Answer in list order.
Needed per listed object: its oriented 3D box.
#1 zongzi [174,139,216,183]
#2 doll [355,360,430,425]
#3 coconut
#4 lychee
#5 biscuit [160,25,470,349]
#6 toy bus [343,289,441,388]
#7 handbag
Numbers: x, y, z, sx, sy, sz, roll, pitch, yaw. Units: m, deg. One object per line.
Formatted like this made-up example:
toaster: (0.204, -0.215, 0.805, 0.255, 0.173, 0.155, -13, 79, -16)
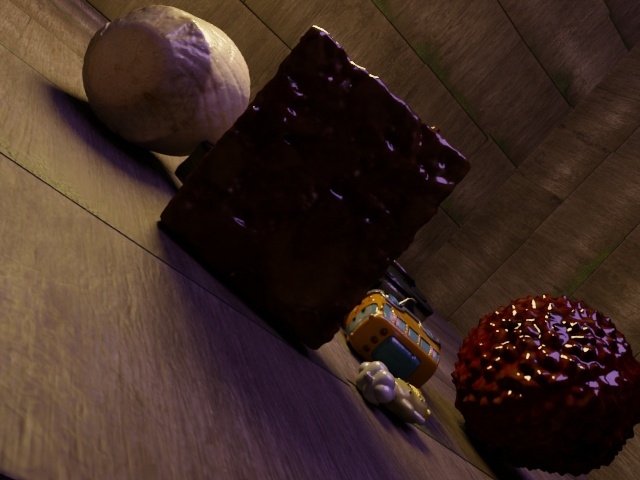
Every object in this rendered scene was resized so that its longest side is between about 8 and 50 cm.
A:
zongzi: (-0.137, -0.047, 1.296, 0.260, 0.123, 0.289, 52, 6, 32)
doll: (0.124, 0.261, 1.100, 0.162, 0.062, 0.106, 37, 4, -36)
coconut: (-0.297, -0.307, 1.284, 0.329, 0.329, 0.329, 42, 6, -6)
lychee: (0.518, 0.331, 1.493, 0.424, 0.424, 0.500, 44, 5, 12)
biscuit: (-0.008, -0.081, 1.030, 0.342, 0.395, 0.166, 41, 4, -8)
toy bus: (0.145, 0.210, 1.312, 0.209, 0.126, 0.136, 42, 15, -8)
handbag: (0.123, 0.124, 1.457, 0.254, 0.181, 0.181, 41, 6, -12)
